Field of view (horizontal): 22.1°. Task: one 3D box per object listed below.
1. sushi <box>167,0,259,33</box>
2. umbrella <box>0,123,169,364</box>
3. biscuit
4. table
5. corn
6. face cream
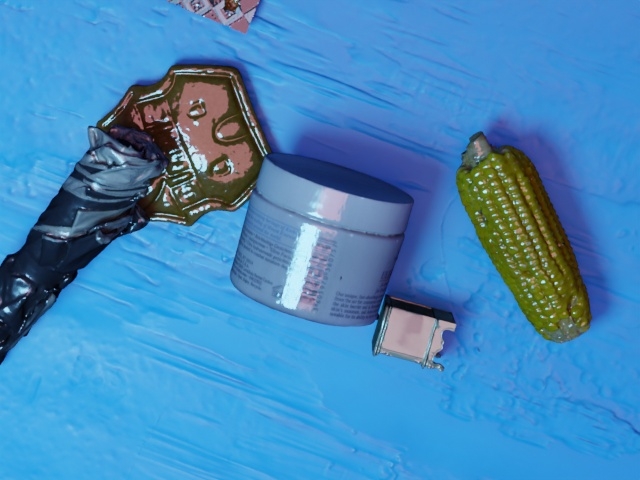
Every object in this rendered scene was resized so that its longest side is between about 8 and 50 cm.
[{"bbox_3d":[-0.117,-0.312,1.850,0.126,0.026,0.120,24,102,3],"label":"sushi"},{"bbox_3d":[-0.295,0.023,1.861,0.106,0.113,0.357,45,112,16],"label":"umbrella"},{"bbox_3d":[-0.170,-0.102,1.882,0.215,0.034,0.182,-22,98,6],"label":"biscuit"},{"bbox_3d":[0.107,0.107,1.883,0.083,0.079,0.062,14,99,-2],"label":"table"},{"bbox_3d":[0.229,-0.003,1.851,0.097,0.097,0.261,-25,101,6],"label":"corn"},{"bbox_3d":[0.000,0.000,1.821,0.177,0.177,0.153,16,102,0],"label":"face cream"}]
